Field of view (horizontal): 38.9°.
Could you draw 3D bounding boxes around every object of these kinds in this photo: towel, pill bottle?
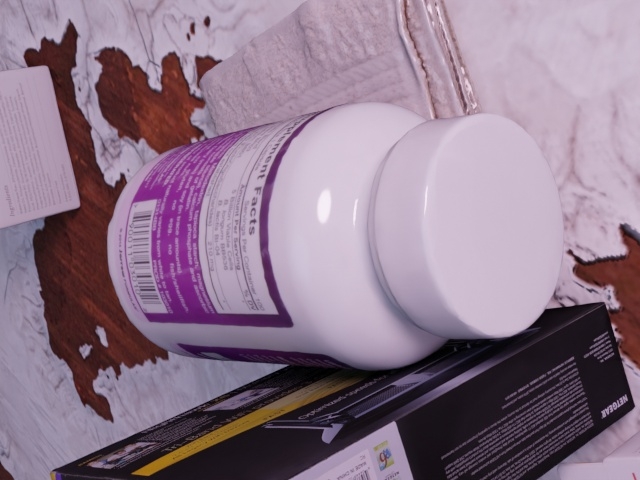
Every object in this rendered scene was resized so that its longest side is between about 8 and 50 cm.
[{"bbox_3d":[0.008,-0.087,0.723,0.282,0.049,0.187,-19,90,50],"label":"towel"},{"bbox_3d":[0.000,0.000,0.606,0.301,0.169,0.169,-5,102,48],"label":"pill bottle"}]

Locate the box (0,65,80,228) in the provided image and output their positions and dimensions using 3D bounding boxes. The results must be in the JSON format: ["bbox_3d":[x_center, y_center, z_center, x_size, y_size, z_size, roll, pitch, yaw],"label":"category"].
[{"bbox_3d":[-0.409,-0.113,1.124,0.181,0.119,0.182,3,108,47],"label":"box"}]

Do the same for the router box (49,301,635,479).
[{"bbox_3d":[0.017,0.132,0.600,0.243,0.309,0.081,-14,94,51],"label":"router box"}]

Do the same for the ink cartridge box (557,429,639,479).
[{"bbox_3d":[0.246,0.166,0.550,0.180,0.060,0.104,-19,92,50],"label":"ink cartridge box"}]
